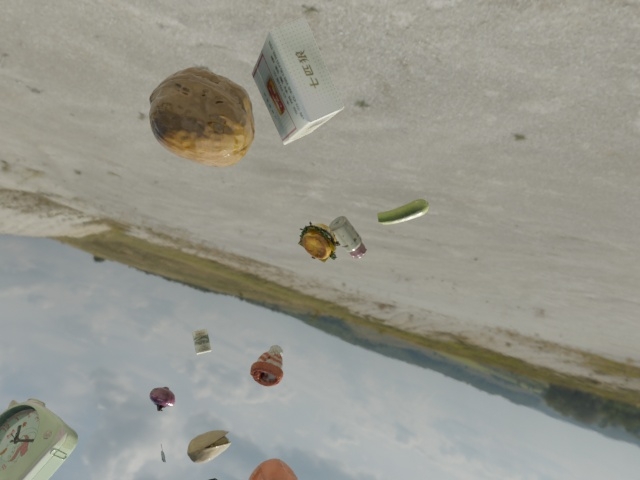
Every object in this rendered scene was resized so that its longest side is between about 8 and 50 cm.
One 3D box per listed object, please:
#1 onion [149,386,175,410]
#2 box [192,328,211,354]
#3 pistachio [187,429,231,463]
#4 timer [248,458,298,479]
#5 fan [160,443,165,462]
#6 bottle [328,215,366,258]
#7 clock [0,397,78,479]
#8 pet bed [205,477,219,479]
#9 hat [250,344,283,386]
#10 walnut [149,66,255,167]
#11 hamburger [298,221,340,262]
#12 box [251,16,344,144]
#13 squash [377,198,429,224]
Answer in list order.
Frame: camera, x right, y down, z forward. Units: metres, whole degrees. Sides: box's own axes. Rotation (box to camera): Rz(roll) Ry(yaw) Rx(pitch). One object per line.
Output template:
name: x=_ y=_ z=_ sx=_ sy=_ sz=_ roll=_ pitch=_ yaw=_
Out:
onion: x=-0.684 y=0.684 z=2.188 sx=0.115 sy=0.105 sz=0.115 roll=9 pitch=158 yaw=3
box: x=-0.432 y=0.367 z=1.842 sx=0.053 sy=0.083 sz=0.024 roll=-8 pitch=161 yaw=-25
pistachio: x=-0.524 y=0.967 z=2.385 sx=0.223 sy=0.126 sz=0.152 roll=-7 pitch=162 yaw=-45
timer: x=-0.222 y=1.139 z=2.340 sx=0.229 sy=0.215 sz=0.230 roll=44 pitch=172 yaw=8
fan: x=-0.699 y=0.941 z=2.242 sx=0.004 sy=0.084 sz=0.056 roll=-9 pitch=174 yaw=-36
bottle: x=0.144 y=-0.007 z=2.549 sx=0.233 sy=0.110 sz=0.110 roll=52 pitch=159 yaw=-26
clock: x=-0.967 y=0.654 z=1.639 sx=0.324 sy=0.265 sz=0.109 roll=24 pitch=154 yaw=35
pet bed: x=-0.385 y=0.933 z=1.681 sx=0.183 sy=0.160 sz=0.211 roll=-9 pitch=-151 yaw=-24
hat: x=-0.169 y=0.414 z=1.734 sx=0.112 sy=0.094 sz=0.162 roll=17 pitch=-144 yaw=2
walnut: x=-0.433 y=-0.450 z=1.871 sx=0.397 sy=0.354 sz=0.308 roll=23 pitch=130 yaw=-10
hamburger: x=0.001 y=0.004 z=2.082 sx=0.190 sy=0.093 sz=0.164 roll=49 pitch=141 yaw=-7
box: x=-0.066 y=-0.364 z=1.219 sx=0.210 sy=0.095 sz=0.330 roll=65 pitch=170 yaw=-8
squash: x=0.398 y=-0.134 z=2.425 sx=0.250 sy=0.083 sz=0.083 roll=-17 pitch=158 yaw=18
